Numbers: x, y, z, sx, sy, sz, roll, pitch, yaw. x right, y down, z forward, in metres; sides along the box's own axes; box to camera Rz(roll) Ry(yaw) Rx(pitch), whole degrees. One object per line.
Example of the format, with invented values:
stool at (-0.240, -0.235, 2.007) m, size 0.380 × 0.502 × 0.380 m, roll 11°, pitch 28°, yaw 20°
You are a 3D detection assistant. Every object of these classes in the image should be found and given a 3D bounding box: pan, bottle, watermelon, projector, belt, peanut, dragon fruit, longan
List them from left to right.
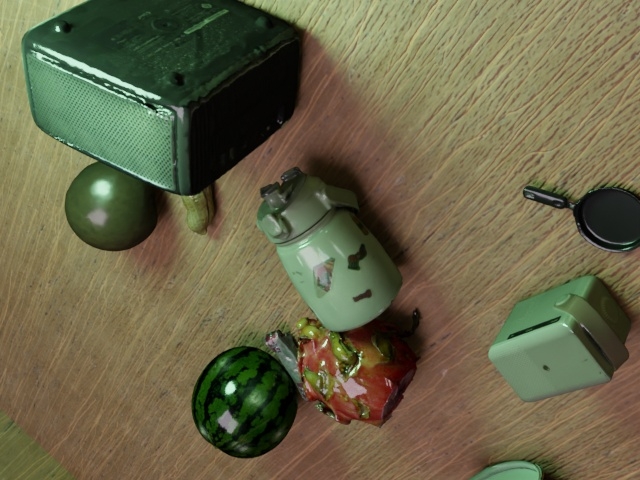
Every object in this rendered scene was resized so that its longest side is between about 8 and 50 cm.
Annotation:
longan at (-0.517, -0.090, 2.100) m, size 0.248 × 0.248 × 0.248 m, roll 19°, pitch 131°, yaw 24°
projector at (-0.298, -0.321, 1.633) m, size 0.405 × 0.395 × 0.242 m, roll 26°, pitch 133°, yaw 20°
peanut at (-0.301, -0.089, 2.041) m, size 0.080 × 0.080 × 0.174 m, roll 20°, pitch 133°, yaw 23°
watermelon at (-0.199, 0.432, 2.215) m, size 0.285 × 0.285 × 0.285 m, roll 19°, pitch 131°, yaw 24°
belt at (-0.064, 0.323, 2.186) m, size 0.053 × 0.071 × 0.232 m, roll -20°, pitch 112°, yaw 36°
bottle at (0.000, 0.000, 1.780) m, size 0.229 × 0.229 × 0.351 m, roll -19°, pitch 116°, yaw 43°
dragon fruit at (0.067, 0.272, 1.928) m, size 0.291 × 0.250 × 0.269 m, roll 33°, pitch 134°, yaw 22°
projector at (0.473, 0.190, 1.619) m, size 0.163 × 0.177 × 0.242 m, roll 50°, pitch 137°, yaw -9°
pan at (0.486, -0.058, 1.530) m, size 0.235 × 0.028 × 0.136 m, roll 22°, pitch 131°, yaw 17°

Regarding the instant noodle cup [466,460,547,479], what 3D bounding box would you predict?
instant noodle cup at (0.451, 0.661, 1.933) m, size 0.296 × 0.296 × 0.214 m, roll -19°, pitch 100°, yaw 43°
